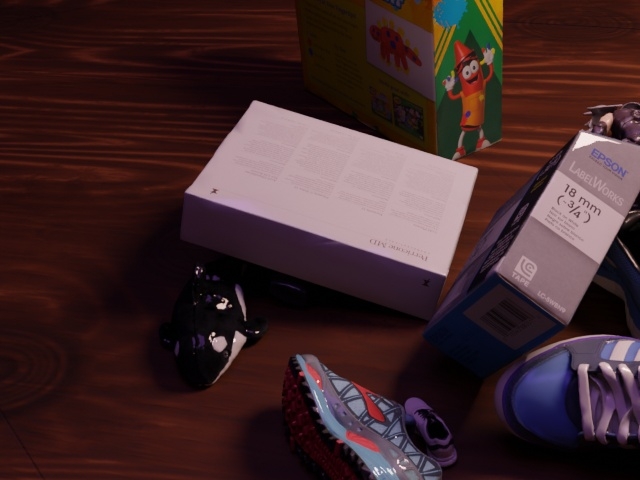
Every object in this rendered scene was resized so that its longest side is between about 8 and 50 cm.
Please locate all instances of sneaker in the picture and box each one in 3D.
[{"bbox_3d":[0.044,0.224,1.097,0.125,0.104,0.262,-5,34,-29],"label":"sneaker"},{"bbox_3d":[0.432,0.006,1.283,0.130,0.147,0.330,-11,32,-7],"label":"sneaker"},{"bbox_3d":[0.129,0.215,1.118,0.040,0.043,0.109,-19,34,-14],"label":"sneaker"},{"bbox_3d":[0.360,0.165,0.987,0.323,0.130,0.236,-1,-4,-1],"label":"sneaker"}]

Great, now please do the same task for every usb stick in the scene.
[{"bbox_3d":[0.000,0.000,1.451,0.077,0.045,0.278,22,40,8],"label":"usb stick"}]

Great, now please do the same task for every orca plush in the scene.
[{"bbox_3d":[-0.140,0.069,1.328,0.151,0.102,0.287,8,36,20],"label":"orca plush"}]

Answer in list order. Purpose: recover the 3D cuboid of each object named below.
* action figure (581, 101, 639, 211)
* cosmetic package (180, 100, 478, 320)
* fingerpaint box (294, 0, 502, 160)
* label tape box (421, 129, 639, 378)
[{"bbox_3d":[0.520,-0.151,1.554,0.185,0.099,0.285,-7,29,12],"label":"action figure"},{"bbox_3d":[0.022,-0.056,1.410,0.377,0.097,0.284,18,36,7],"label":"cosmetic package"},{"bbox_3d":[0.132,-0.397,1.736,0.163,0.371,0.445,-24,37,-24],"label":"fingerpaint box"},{"bbox_3d":[0.279,-0.015,1.168,0.106,0.240,0.333,35,64,1],"label":"label tape box"}]
